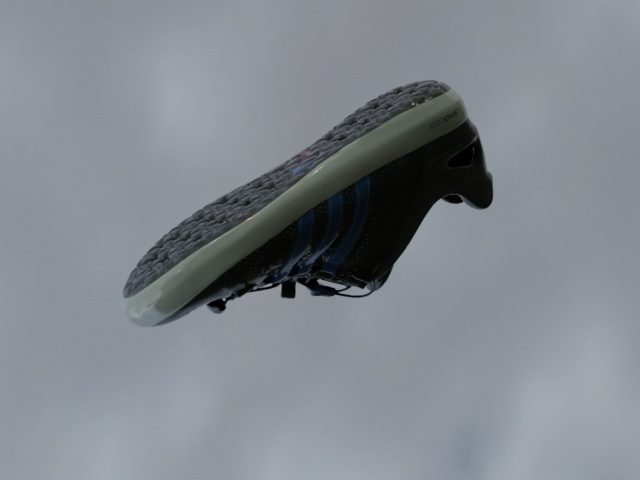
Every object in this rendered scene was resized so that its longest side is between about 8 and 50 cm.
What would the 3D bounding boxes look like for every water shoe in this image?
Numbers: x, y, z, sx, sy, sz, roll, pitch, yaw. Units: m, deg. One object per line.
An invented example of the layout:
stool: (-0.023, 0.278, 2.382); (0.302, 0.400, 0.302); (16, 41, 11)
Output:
water shoe: (0.000, 0.000, 0.816); (0.203, 0.073, 0.080); (-33, -74, -12)
